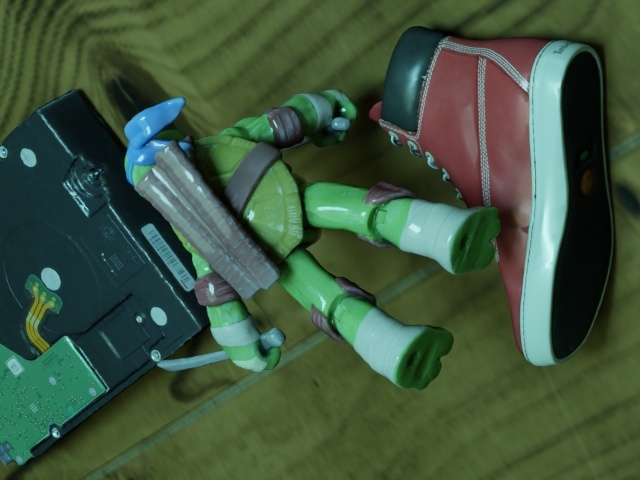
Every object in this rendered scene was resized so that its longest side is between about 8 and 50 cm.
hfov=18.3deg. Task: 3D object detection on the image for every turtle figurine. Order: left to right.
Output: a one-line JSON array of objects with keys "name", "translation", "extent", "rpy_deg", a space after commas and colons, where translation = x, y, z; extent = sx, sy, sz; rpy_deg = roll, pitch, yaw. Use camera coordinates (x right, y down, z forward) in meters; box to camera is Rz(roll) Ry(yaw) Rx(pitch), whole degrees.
[{"name": "turtle figurine", "translation": [0.000, 0.000, 1.451], "extent": [0.266, 0.198, 0.274], "rpy_deg": [26, 151, 29]}]

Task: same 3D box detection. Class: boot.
[{"name": "boot", "translation": [0.118, -0.034, 1.457], "extent": [0.176, 0.088, 0.244], "rpy_deg": [10, 113, 35]}]

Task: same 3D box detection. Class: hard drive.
[{"name": "hard drive", "translation": [-0.249, 0.045, 1.785], "extent": [0.237, 0.064, 0.339], "rpy_deg": [53, 132, 1]}]
